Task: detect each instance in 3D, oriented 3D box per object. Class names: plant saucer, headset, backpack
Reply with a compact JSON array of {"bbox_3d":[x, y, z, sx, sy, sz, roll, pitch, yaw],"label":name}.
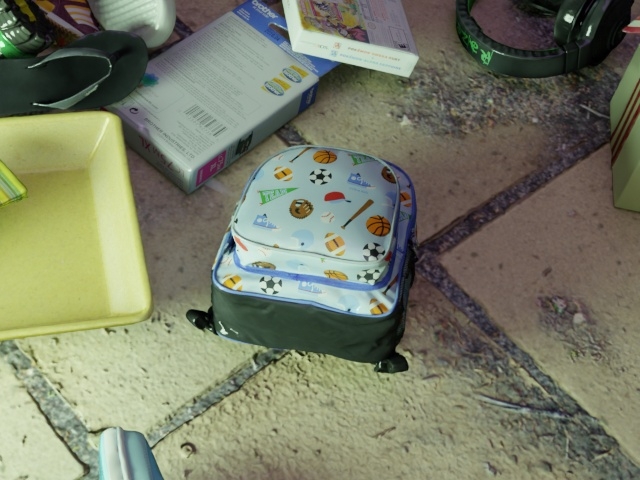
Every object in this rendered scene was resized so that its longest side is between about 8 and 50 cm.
[{"bbox_3d":[-0.392,-0.002,1.434,0.333,0.081,0.332,-6,55,-14],"label":"plant saucer"},{"bbox_3d":[0.405,-0.369,1.844,0.394,0.185,0.243,-22,56,-7],"label":"headset"},{"bbox_3d":[0.000,0.000,1.436,0.277,0.213,0.263,13,42,3],"label":"backpack"}]

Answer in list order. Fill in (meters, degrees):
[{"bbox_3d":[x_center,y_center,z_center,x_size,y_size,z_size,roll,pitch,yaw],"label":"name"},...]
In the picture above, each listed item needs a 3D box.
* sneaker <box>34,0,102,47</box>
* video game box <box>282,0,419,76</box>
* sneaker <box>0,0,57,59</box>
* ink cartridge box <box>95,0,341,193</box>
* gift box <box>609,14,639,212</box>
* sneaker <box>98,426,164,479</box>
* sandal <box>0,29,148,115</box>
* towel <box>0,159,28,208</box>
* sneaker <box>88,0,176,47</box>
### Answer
[{"bbox_3d":[-0.334,-0.302,1.673,0.185,0.069,0.084,37,56,14],"label":"sneaker"},{"bbox_3d":[0.038,-0.336,1.738,0.187,0.048,0.205,12,41,-21],"label":"video game box"},{"bbox_3d":[-0.493,-0.330,1.626,0.146,0.134,0.343,-45,46,11],"label":"sneaker"},{"bbox_3d":[-0.139,-0.212,1.647,0.186,0.065,0.311,39,59,18],"label":"ink cartridge box"},{"bbox_3d":[0.533,-0.180,1.623,0.276,0.258,0.255,7,53,-6],"label":"gift box"},{"bbox_3d":[-0.108,0.326,1.219,0.208,0.127,0.319,-14,67,-17],"label":"sneaker"},{"bbox_3d":[-0.337,-0.208,1.509,0.255,0.054,0.097,-19,103,-24],"label":"sandal"},{"bbox_3d":[-0.474,-0.032,1.382,0.237,0.021,0.102,-32,59,-27],"label":"towel"},{"bbox_3d":[-0.270,-0.408,1.714,0.150,0.135,0.366,9,41,-46],"label":"sneaker"}]
